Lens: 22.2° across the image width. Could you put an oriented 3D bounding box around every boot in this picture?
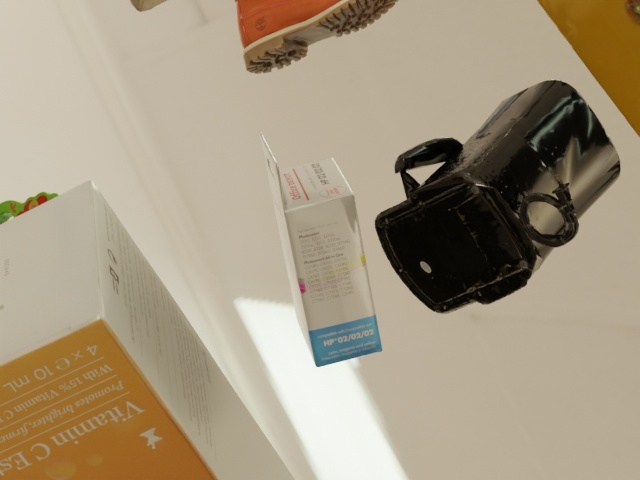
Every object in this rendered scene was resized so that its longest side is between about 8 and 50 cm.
[{"bbox_3d":[-0.006,-0.213,1.411,0.059,0.158,0.085,19,53,-64],"label":"boot"}]

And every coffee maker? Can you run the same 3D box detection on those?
[{"bbox_3d":[0.157,-0.036,1.246,0.171,0.178,0.120,2,-59,35],"label":"coffee maker"}]

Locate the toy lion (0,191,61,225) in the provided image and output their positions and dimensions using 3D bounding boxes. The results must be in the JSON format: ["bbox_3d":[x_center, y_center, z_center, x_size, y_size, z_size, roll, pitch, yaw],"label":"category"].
[{"bbox_3d":[-0.228,0.001,1.275,0.100,0.096,0.034,39,15,36],"label":"toy lion"}]

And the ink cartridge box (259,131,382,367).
[{"bbox_3d":[0.000,0.000,1.365,0.104,0.061,0.181,-117,-166,-67],"label":"ink cartridge box"}]

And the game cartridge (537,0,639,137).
[{"bbox_3d":[0.267,-0.183,1.050,0.285,0.052,0.323,51,-29,-10],"label":"game cartridge"}]

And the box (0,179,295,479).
[{"bbox_3d":[-0.167,0.168,1.159,0.345,0.215,0.168,59,9,-34],"label":"box"}]

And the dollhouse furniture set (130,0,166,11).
[{"bbox_3d":[-0.130,-0.270,0.768,0.301,0.151,0.197,45,-32,21],"label":"dollhouse furniture set"}]
